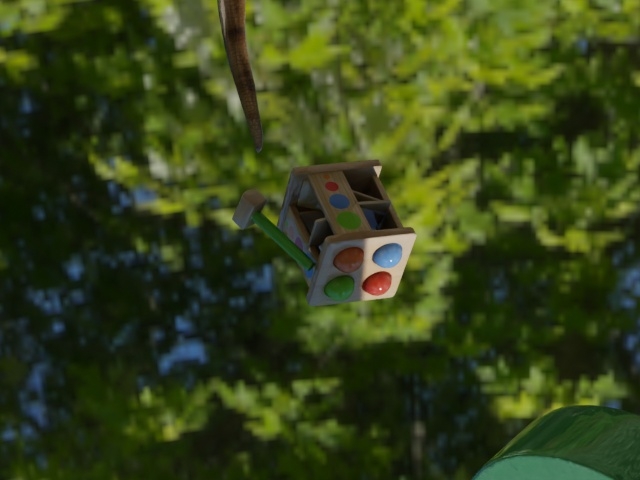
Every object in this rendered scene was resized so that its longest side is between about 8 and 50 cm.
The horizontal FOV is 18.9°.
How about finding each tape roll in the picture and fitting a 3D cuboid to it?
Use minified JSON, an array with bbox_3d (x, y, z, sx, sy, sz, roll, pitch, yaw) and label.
[{"bbox_3d":[0.263,0.290,1.607,0.321,0.321,0.077,26,-132,34],"label":"tape roll"}]

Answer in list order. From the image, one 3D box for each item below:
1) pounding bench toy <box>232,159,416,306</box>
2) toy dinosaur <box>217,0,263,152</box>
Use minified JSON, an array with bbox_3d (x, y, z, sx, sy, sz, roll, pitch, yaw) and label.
[{"bbox_3d":[0.000,0.000,1.047,0.083,0.052,0.065,-6,-131,-22],"label":"pounding bench toy"},{"bbox_3d":[-0.006,-0.144,0.712,0.112,0.064,0.211,27,-114,32],"label":"toy dinosaur"}]
